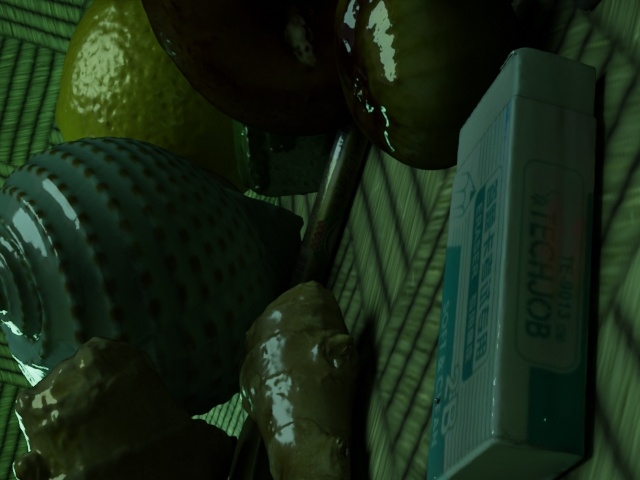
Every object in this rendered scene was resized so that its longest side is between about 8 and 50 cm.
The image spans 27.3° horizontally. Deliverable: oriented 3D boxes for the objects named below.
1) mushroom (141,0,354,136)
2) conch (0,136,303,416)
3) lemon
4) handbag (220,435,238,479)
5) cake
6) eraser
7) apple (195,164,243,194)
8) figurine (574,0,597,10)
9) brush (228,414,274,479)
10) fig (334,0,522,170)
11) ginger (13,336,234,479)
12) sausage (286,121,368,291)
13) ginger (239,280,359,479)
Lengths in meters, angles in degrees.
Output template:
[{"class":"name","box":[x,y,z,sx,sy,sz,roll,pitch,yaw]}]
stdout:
[{"class":"mushroom","box":[-0.030,-0.221,1.145,0.254,0.267,0.267,-103,29,-67]},{"class":"conch","box":[-0.165,0.051,1.262,0.215,0.319,0.303,-112,19,-73]},{"class":"lemon","box":[-0.191,-0.194,1.739,0.336,0.336,0.336,-165,90,-79]},{"class":"handbag","box":[-0.173,0.309,1.327,0.326,0.089,0.239,37,-114,-81]},{"class":"cake","box":[-0.034,-0.154,1.257,0.099,0.100,0.235,-122,27,-65]},{"class":"eraser","box":[0.099,0.019,0.682,0.095,0.052,0.225,120,161,-59]},{"class":"apple","box":[-0.192,0.038,1.585,0.257,0.256,0.234,121,158,-55]},{"class":"figurine","box":[0.038,-0.235,0.721,0.342,0.284,0.167,-137,60,-79]},{"class":"brush","box":[-0.045,0.225,1.109,0.123,0.059,0.197,115,167,-55]},{"class":"fig","box":[0.067,-0.119,0.838,0.136,0.120,0.153,120,155,-71]},{"class":"ginger","box":[-0.160,0.254,1.101,0.126,0.190,0.354,8,100,56]},{"class":"sausage","box":[0.000,0.000,1.248,0.033,0.032,0.269,-115,41,-73]},{"class":"ginger","box":[-0.002,0.142,0.974,0.131,0.086,0.294,-60,24,22]}]
